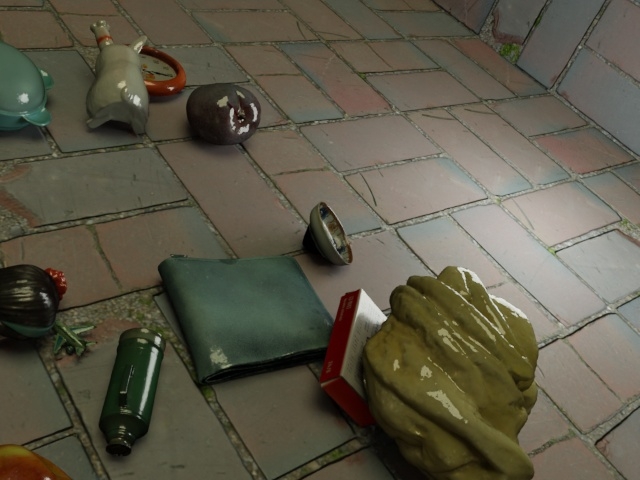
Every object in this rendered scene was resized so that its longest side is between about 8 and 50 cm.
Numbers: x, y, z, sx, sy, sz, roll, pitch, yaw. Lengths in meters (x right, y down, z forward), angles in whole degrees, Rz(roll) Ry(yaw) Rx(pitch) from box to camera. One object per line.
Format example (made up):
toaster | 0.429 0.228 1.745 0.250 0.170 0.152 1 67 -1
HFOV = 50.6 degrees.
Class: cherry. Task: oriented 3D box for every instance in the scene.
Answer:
cherry | -0.229 -0.291 1.553 0.176 0.140 0.176 3 21 -1

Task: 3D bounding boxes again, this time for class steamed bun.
steamed bun | 0.234 0.214 1.095 0.325 0.230 0.372 43 33 -14

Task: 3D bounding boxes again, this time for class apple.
apple | -0.355 0.317 0.773 0.163 0.163 0.139 31 66 9

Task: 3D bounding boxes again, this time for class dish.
dish | 0.000 0.000 1.384 0.141 0.078 0.141 55 18 -27

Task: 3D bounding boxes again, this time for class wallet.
wallet | -0.118 0.120 1.198 0.290 0.054 0.251 -6 49 -34

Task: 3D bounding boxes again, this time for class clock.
clock | -0.432 -0.414 1.659 0.205 0.051 0.205 15 39 -12

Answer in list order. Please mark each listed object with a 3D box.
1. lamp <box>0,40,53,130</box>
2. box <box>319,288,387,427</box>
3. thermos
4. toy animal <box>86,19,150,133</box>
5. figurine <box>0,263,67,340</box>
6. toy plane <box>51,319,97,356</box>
lamp | -0.685 -0.323 1.352 0.283 0.147 0.209 4 45 -21
box | 0.071 0.194 1.168 0.123 0.050 0.229 50 32 -23
thermos | -0.272 0.219 0.985 0.073 0.083 0.188 31 35 -27
toy animal | -0.450 -0.363 1.516 0.140 0.138 0.283 1 47 -20
figurine | -0.511 0.087 1.003 0.245 0.110 0.138 1 40 -13
toy plane | -0.388 0.150 1.047 0.083 0.033 0.080 29 39 18
